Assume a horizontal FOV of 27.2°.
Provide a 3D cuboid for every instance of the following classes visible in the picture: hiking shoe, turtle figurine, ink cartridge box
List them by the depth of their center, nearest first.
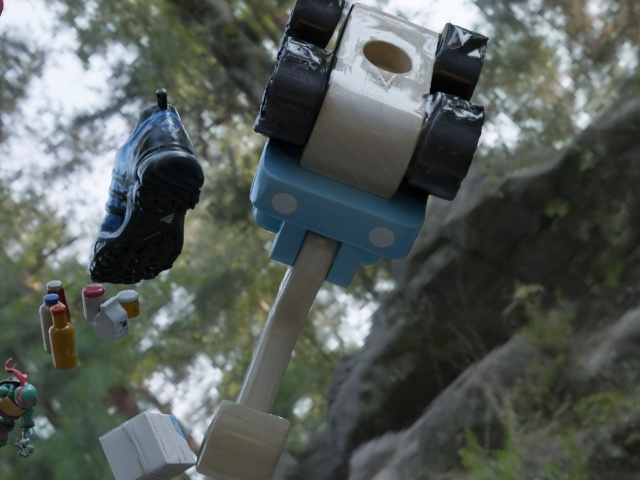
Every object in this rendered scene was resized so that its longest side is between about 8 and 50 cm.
[{"bbox_3d":[-0.229,-0.053,1.731,0.113,0.132,0.304,7,-37,-27],"label":"hiking shoe"},{"bbox_3d":[-0.275,0.331,2.078,0.090,0.092,0.143,-30,-18,10],"label":"ink cartridge box"},{"bbox_3d":[-0.558,0.301,2.336,0.234,0.175,0.118,-29,14,51],"label":"turtle figurine"}]

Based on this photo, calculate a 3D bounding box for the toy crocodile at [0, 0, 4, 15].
[{"bbox_3d":[-0.350,-0.174,1.247,0.105,0.341,0.115,15,-29,-17],"label":"toy crocodile"}]

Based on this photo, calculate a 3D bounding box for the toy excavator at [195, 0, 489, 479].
[{"bbox_3d":[0.000,0.000,1.458,0.433,0.222,0.445,-76,6,-50],"label":"toy excavator"}]

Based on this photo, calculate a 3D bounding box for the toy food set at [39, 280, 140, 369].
[{"bbox_3d":[-0.390,0.112,2.177,0.232,0.111,0.104,-38,-48,-54],"label":"toy food set"}]
